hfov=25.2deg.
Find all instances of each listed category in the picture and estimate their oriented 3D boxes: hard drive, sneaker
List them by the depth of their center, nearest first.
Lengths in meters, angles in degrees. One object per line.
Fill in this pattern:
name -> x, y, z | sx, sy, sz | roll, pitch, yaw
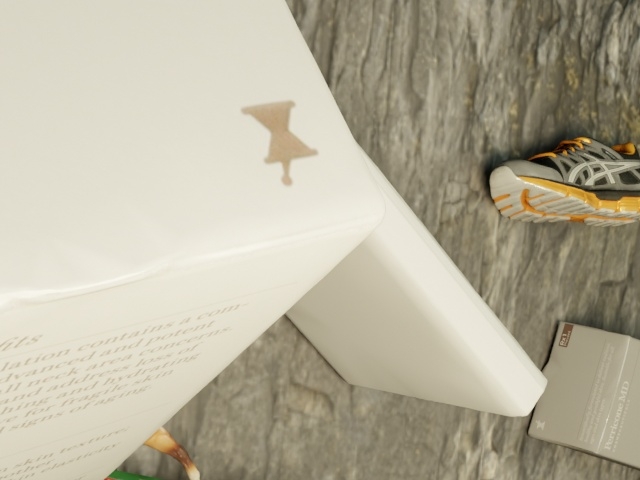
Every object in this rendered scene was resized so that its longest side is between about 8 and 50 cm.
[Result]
hard drive -> 0.000, 0.000, 1.118 | 0.353, 0.233, 0.047 | 50, 64, -29
sneaker -> 0.245, -0.063, 1.410 | 0.214, 0.084, 0.083 | 5, 76, -41

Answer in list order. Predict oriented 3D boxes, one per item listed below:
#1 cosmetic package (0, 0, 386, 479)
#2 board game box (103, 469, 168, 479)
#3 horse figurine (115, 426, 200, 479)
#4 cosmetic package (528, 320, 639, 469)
cosmetic package -> -0.242, -0.033, 0.764 | 0.329, 0.393, 0.327 | -13, 70, -37
board game box -> -0.142, 0.279, 1.077 | 0.317, 0.046, 0.213 | 21, 108, -41
horse figurine -> -0.192, 0.150, 1.030 | 0.263, 0.066, 0.174 | -21, 125, -20
cosmetic package -> 0.336, 0.175, 1.475 | 0.238, 0.107, 0.127 | 19, 84, -40
